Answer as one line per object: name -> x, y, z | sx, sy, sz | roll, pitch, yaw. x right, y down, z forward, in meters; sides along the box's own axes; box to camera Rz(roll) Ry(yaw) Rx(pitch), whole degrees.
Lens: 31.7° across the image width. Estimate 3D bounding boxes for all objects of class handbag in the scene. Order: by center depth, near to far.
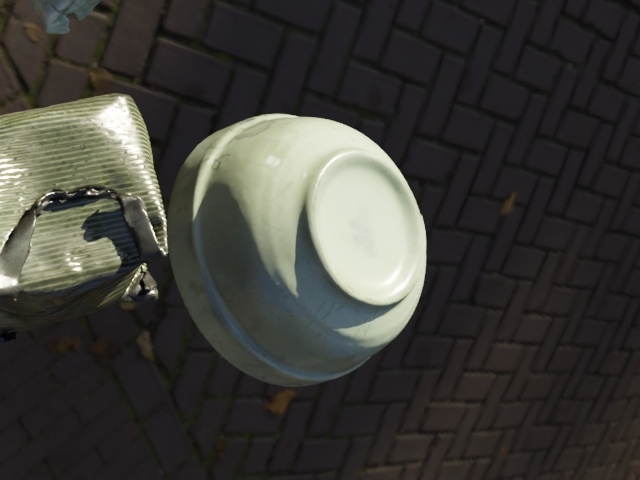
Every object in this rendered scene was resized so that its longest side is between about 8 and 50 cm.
handbag -> -0.355, -0.019, 1.468 | 0.340, 0.240, 0.247 | -15, 157, -26

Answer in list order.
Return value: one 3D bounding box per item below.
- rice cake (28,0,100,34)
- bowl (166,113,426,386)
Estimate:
rice cake -> -0.228, -0.385, 1.373 | 0.336, 0.066, 0.063 | -45, 152, 10
bowl -> 0.000, 0.000, 1.222 | 0.307, 0.163, 0.307 | 13, 70, -41
